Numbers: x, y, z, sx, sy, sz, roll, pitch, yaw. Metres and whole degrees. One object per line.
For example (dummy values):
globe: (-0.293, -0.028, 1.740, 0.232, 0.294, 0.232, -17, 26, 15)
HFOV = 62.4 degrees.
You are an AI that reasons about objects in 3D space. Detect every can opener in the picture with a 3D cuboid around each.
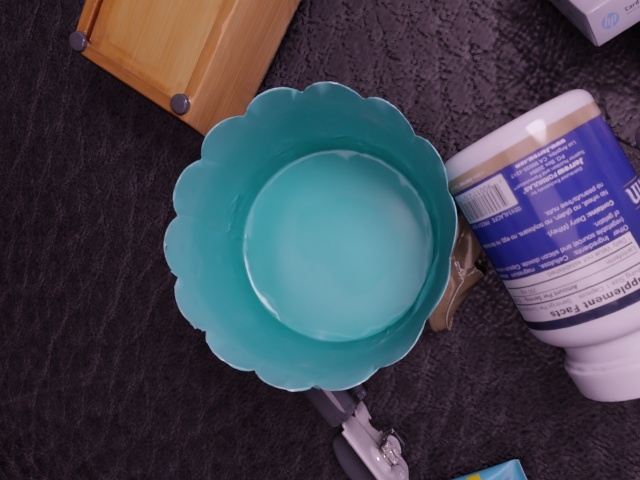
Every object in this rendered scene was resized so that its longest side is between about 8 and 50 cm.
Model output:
can opener: (0.013, 0.207, 0.668, 0.093, 0.074, 0.280, -38, 85, 23)

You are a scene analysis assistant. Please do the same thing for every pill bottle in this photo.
pill bottle: (0.243, 0.006, 0.506, 0.153, 0.153, 0.264, -30, 89, 22)

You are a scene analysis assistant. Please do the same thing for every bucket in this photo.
bucket: (0.000, 0.000, 0.548, 0.281, 0.183, 0.281, -1, 86, 10)

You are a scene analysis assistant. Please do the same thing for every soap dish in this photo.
soap dish: (-0.151, -0.287, 0.622, 0.229, 0.118, 0.290, 34, 110, 12)

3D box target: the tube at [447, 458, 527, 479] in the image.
tube: (0.159, 0.329, 0.653, 0.207, 0.052, 0.080, -24, 105, 18)

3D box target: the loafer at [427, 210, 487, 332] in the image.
loafer: (0.159, 0.039, 0.595, 0.050, 0.056, 0.148, 18, 105, 22)

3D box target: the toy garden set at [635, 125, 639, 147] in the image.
toy garden set: (0.363, -0.113, 0.455, 0.204, 0.049, 0.244, 13, 93, -1)

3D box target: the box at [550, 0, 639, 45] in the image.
box: (0.259, -0.263, 0.452, 0.145, 0.038, 0.186, -31, 43, 23)
